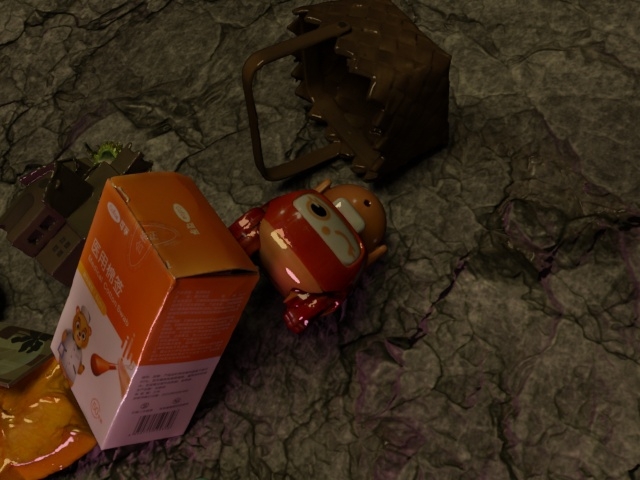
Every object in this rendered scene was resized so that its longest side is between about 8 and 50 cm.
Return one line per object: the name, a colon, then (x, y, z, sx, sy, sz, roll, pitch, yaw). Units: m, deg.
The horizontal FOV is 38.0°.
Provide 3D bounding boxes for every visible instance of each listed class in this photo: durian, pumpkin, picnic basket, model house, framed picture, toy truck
durian: (-0.369, -0.122, 1.681, 0.100, 0.086, 0.215, -34, 56, 9)
pumpkin: (-0.488, 0.277, 1.433, 0.258, 0.095, 0.290, -30, 48, -9)
picnic basket: (0.031, -0.242, 1.534, 0.321, 0.254, 0.291, -23, 51, -17)
model house: (-0.389, -0.067, 1.542, 0.243, 0.204, 0.211, -50, 55, -2)
framed picture: (-0.519, 0.179, 1.499, 0.201, 0.010, 0.136, 7, 29, 32)
toy truck: (0.000, 0.000, 1.391, 0.239, 0.265, 0.189, -40, 86, -6)

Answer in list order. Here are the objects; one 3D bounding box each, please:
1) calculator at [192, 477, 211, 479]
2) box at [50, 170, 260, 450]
calculator: (-0.134, 0.454, 1.245, 0.185, 0.041, 0.299, -29, 56, -4)
box: (-0.247, 0.100, 1.333, 0.143, 0.341, 0.225, -2, 41, -41)
